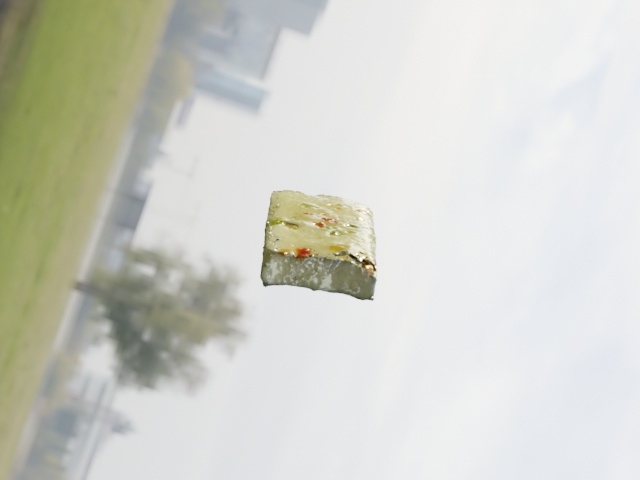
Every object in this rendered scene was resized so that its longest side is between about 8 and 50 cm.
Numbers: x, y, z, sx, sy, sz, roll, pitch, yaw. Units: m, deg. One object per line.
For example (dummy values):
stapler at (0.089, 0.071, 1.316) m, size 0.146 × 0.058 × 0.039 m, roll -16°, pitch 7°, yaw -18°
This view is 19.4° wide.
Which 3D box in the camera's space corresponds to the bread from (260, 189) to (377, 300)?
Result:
bread at (0.000, 0.000, 1.118) m, size 0.153 × 0.068 × 0.028 m, roll -86°, pitch -176°, yaw -75°
